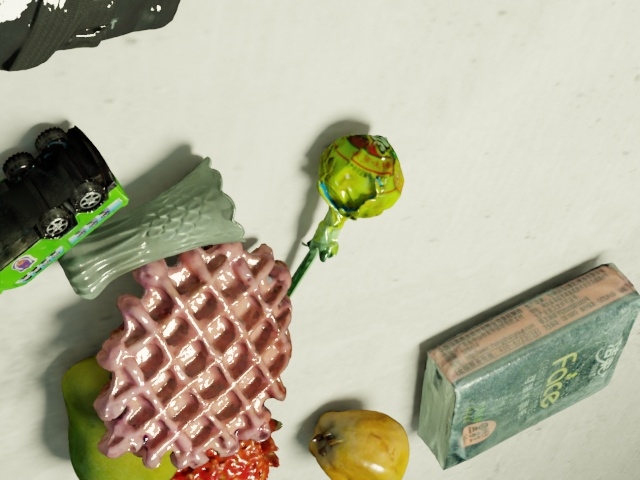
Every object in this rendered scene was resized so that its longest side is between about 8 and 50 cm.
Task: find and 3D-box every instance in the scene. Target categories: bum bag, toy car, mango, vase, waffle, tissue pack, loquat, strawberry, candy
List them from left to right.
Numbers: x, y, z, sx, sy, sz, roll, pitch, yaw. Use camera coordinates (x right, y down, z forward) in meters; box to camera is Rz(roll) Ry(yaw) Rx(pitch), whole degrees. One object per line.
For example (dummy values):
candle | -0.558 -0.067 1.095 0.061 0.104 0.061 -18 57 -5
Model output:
bum bag | -0.192 -0.162 0.549 0.248 0.060 0.123 -18 140 -26
toy car | -0.226 -0.012 0.675 0.165 0.071 0.062 -39 157 1
mango | -0.192 0.189 0.894 0.122 0.085 0.191 -6 131 -16
vase | -0.146 -0.006 0.743 0.148 0.081 0.081 -24 141 -12
strawberry | -0.156 0.277 1.010 0.228 0.098 0.174 -14 137 -28
waffle | -0.110 0.106 0.844 0.221 0.055 0.234 8 96 -42
candy | 0.000 0.002 0.885 0.073 0.077 0.262 -19 150 -47
loquat | 0.049 0.275 1.162 0.137 0.137 0.113 49 58 -53
tissue pack | 0.291 0.180 1.271 0.315 0.103 0.228 -23 143 -18
